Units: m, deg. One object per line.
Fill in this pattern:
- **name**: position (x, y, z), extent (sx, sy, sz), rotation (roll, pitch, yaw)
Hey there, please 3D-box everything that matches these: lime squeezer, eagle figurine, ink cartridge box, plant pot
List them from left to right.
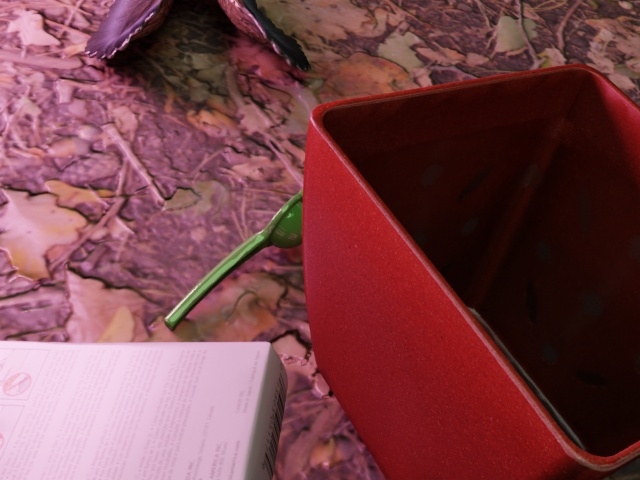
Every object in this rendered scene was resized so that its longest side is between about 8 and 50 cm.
- **ink cartridge box**: position (-0.147, 0.143, 0.453), extent (0.232, 0.066, 0.189), rotation (-4, 43, 13)
- **eagle figurine**: position (-0.144, -0.312, 0.902), extent (0.226, 0.225, 0.298), rotation (-11, 76, 29)
- **lime squeezer**: position (0.000, 0.000, 0.718), extent (0.310, 0.059, 0.110), rotation (-11, 83, -19)
- **plant pot**: position (0.135, 0.060, 0.560), extent (0.267, 0.236, 0.267), rotation (-14, 54, -30)
